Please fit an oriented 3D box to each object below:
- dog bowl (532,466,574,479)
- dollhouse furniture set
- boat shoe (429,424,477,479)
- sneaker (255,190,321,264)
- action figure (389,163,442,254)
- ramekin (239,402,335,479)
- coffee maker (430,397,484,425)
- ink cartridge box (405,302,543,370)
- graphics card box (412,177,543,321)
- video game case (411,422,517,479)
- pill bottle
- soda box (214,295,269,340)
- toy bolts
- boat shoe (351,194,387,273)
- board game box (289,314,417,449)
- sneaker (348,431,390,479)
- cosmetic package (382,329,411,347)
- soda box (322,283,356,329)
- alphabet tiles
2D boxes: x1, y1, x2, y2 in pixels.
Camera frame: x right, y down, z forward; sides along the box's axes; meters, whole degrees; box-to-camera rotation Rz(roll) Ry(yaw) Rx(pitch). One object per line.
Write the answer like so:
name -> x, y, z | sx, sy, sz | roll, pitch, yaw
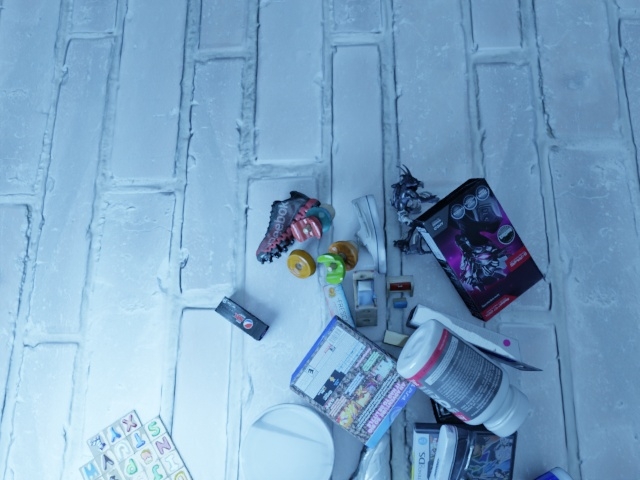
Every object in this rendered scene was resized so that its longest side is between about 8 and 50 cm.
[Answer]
dog bowl -> 0.649, 0.733, 1.261 | 0.104, 0.265, 0.265 | -29, 77, 0
dollhouse furniture set -> 0.193, 0.169, 1.474 | 0.183, 0.129, 0.129 | -4, 56, 3
boat shoe -> 0.350, 0.634, 1.302 | 0.102, 0.108, 0.301 | 9, 99, 3
sneaker -> -0.127, -0.051, 1.584 | 0.135, 0.097, 0.276 | 39, 80, 11
action figure -> 0.293, -0.098, 1.532 | 0.140, 0.164, 0.276 | -4, 95, -22
ramekin -> -0.088, 0.604, 1.411 | 0.272, 0.127, 0.273 | -1, 77, 4
coffee maker -> 0.425, 0.506, 1.419 | 0.178, 0.120, 0.171 | -15, 102, 1
ink cartridge box -> 0.437, 0.284, 1.426 | 0.370, 0.176, 0.069 | 22, 78, 9
graphics card box -> 0.468, 0.028, 1.457 | 0.232, 0.094, 0.371 | -35, 100, -5
video game case -> 0.392, 0.625, 1.364 | 0.274, 0.035, 0.248 | 0, 105, 4
pill bottle -> 0.374, 0.364, 1.287 | 0.318, 0.176, 0.176 | 36, 81, 0
soda box -> -0.246, 0.246, 1.543 | 0.169, 0.053, 0.060 | 33, 82, 11
toy bolts -> 0.000, 0.000, 1.546 | 0.218, 0.158, 0.229 | -5, 115, 37
boat shoe -> 0.152, -0.018, 1.560 | 0.088, 0.096, 0.268 | -11, 75, 5
board game box -> 0.095, 0.395, 1.403 | 0.291, 0.141, 0.232 | 37, 89, 1
sneaker -> 0.158, 0.663, 1.411 | 0.115, 0.090, 0.232 | 25, 89, 3
cosmetic package -> 0.249, 0.305, 1.494 | 0.115, 0.060, 0.041 | 13, 78, 8
soda box -> 0.062, 0.223, 1.526 | 0.063, 0.058, 0.183 | -18, 77, 0
alphabet tiles -> -0.556, 0.708, 1.478 | 0.285, 0.011, 0.343 | -33, 77, -4
